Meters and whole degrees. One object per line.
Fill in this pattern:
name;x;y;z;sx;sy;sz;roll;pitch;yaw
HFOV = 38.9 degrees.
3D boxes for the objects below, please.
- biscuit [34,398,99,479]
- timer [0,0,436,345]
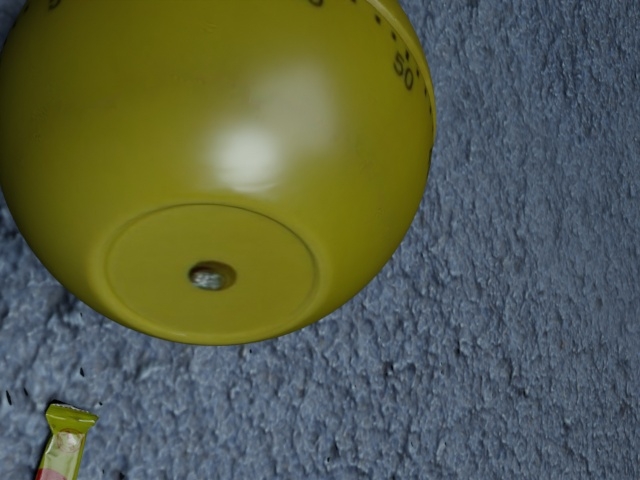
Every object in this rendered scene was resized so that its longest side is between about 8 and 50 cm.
biscuit;-0.236;0.275;0.726;0.048;0.026;0.291;19;70;-23
timer;-0.082;-0.116;0.741;0.376;0.376;0.386;41;35;-36
